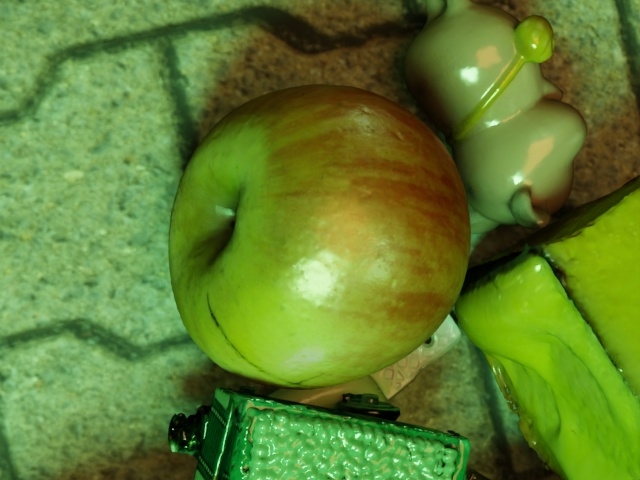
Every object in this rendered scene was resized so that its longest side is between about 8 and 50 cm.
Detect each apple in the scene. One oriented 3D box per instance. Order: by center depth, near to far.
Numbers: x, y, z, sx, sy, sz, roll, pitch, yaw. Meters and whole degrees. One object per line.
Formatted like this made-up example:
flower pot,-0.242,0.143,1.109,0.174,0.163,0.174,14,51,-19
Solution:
apple,0.000,0.000,1.203,0.233,0.286,0.286,12,89,-36

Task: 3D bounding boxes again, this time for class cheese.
cheese,0.040,0.162,1.341,0.255,0.050,0.127,-36,103,-12

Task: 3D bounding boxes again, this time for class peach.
peach,0.304,0.105,1.269,0.242,0.306,0.380,-28,62,-19

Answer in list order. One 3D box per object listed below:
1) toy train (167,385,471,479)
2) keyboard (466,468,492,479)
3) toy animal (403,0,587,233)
toy train,-0.002,0.191,1.222,0.269,0.154,0.115,13,86,-18
keyboard,0.199,0.293,1.419,0.129,0.015,0.049,31,79,-17
toy animal,0.171,-0.133,1.312,0.149,0.165,0.248,-21,93,-10
